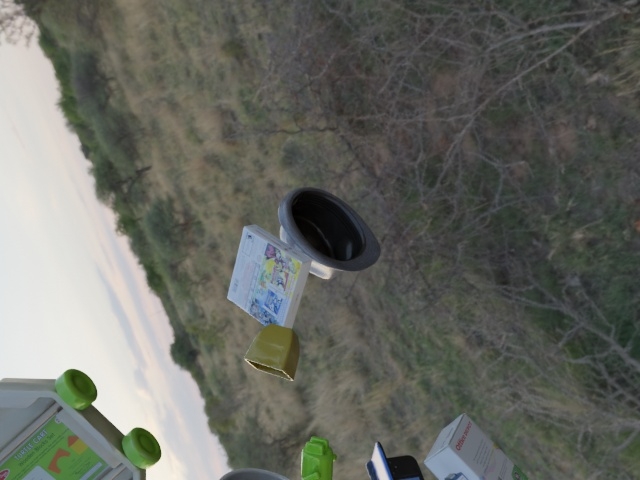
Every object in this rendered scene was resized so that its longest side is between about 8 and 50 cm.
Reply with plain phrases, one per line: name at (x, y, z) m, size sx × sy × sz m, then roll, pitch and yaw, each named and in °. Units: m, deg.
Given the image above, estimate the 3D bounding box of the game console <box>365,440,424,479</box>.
game console at (0.242, 0.666, 1.440) m, size 0.173 × 0.250 × 0.293 m, roll -51°, pitch 45°, yaw 36°

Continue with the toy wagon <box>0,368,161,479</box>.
toy wagon at (-0.394, 0.285, 0.757) m, size 0.344 × 0.267 × 0.068 m, roll 48°, pitch -176°, yaw -10°

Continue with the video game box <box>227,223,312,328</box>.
video game box at (-0.123, 0.092, 1.341) m, size 0.187 × 0.048 × 0.205 m, roll 33°, pitch 118°, yaw 31°

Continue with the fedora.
fedora at (0.000, 0.000, 1.410) m, size 0.275 × 0.244 × 0.124 m, roll 45°, pitch 132°, yaw 11°

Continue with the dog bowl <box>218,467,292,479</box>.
dog bowl at (-0.119, 0.613, 1.216) m, size 0.265 × 0.265 × 0.104 m, roll 37°, pitch 108°, yaw 60°

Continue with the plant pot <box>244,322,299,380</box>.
plant pot at (-0.082, 0.204, 1.072) m, size 0.081 × 0.083 × 0.081 m, roll 13°, pitch 158°, yaw 19°

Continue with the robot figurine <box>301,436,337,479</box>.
robot figurine at (-0.007, 0.476, 1.204) m, size 0.101 × 0.067 × 0.115 m, roll -15°, pitch -72°, yaw -68°

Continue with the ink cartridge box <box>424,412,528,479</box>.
ink cartridge box at (0.365, 0.537, 1.334) m, size 0.212 × 0.154 × 0.093 m, roll 47°, pitch 121°, yaw 9°
